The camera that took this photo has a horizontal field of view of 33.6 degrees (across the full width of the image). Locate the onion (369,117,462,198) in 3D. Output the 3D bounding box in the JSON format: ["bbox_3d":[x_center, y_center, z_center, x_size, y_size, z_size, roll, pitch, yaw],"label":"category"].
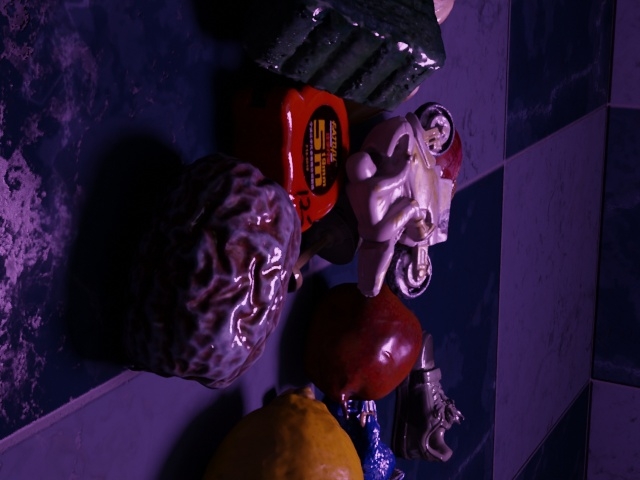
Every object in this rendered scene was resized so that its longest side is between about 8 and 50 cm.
[{"bbox_3d":[0.159,-0.120,1.972,0.246,0.190,0.246,-57,169,-17],"label":"onion"}]

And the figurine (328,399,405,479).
[{"bbox_3d":[0.072,0.398,2.042,0.164,0.120,0.262,-63,133,-80],"label":"figurine"}]

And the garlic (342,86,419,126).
[{"bbox_3d":[0.098,-0.281,1.908,0.245,0.145,0.164,-27,153,-58],"label":"garlic"}]

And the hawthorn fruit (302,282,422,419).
[{"bbox_3d":[0.068,0.199,1.872,0.208,0.208,0.248,68,32,-43],"label":"hawthorn fruit"}]

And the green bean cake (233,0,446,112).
[{"bbox_3d":[0.019,-0.371,1.612,0.300,0.169,0.308,18,49,-31],"label":"green bean cake"}]

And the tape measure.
[{"bbox_3d":[-0.048,-0.135,1.669,0.260,0.114,0.253,-28,121,-61],"label":"tape measure"}]

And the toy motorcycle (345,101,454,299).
[{"bbox_3d":[0.127,-0.073,1.766,0.222,0.107,0.341,8,89,-40],"label":"toy motorcycle"}]

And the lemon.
[{"bbox_3d":[-0.061,0.407,1.642,0.285,0.285,0.316,-15,90,-60],"label":"lemon"}]

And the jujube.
[{"bbox_3d":[-0.148,0.045,1.440,0.226,0.226,0.317,39,69,-58],"label":"jujube"}]

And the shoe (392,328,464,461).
[{"bbox_3d":[0.246,0.344,2.302,0.109,0.149,0.293,-4,102,-60],"label":"shoe"}]

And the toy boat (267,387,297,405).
[{"bbox_3d":[-0.053,0.356,1.832,0.064,0.072,0.206,-24,117,-56],"label":"toy boat"}]

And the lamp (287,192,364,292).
[{"bbox_3d":[0.000,0.000,1.792,0.214,0.121,0.121,-38,131,-34],"label":"lamp"}]

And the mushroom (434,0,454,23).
[{"bbox_3d":[0.178,-0.480,1.864,0.254,0.234,0.260,-21,116,-54],"label":"mushroom"}]
